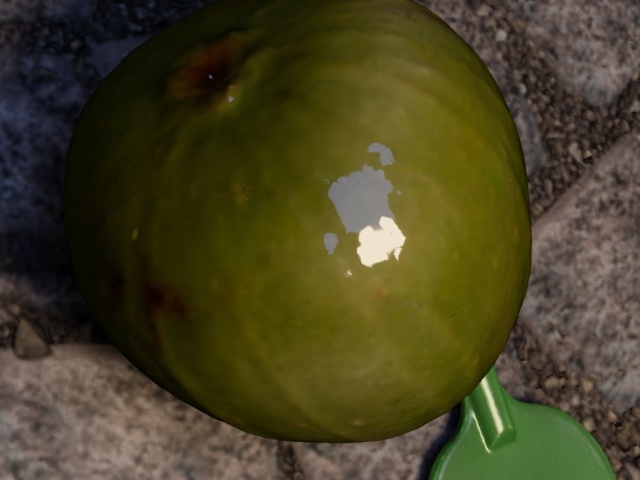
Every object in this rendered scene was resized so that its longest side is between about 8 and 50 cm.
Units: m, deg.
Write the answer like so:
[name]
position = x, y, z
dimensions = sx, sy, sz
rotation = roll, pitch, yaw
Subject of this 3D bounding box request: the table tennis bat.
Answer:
[table tennis bat]
position = 0.134, 0.158, 1.249
dimensions = 0.160, 0.039, 0.257
rotation = -21, 92, -26

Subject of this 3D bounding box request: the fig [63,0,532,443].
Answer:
[fig]
position = 0.000, 0.000, 1.104
dimensions = 0.316, 0.316, 0.316
rotation = 6, 76, -22
